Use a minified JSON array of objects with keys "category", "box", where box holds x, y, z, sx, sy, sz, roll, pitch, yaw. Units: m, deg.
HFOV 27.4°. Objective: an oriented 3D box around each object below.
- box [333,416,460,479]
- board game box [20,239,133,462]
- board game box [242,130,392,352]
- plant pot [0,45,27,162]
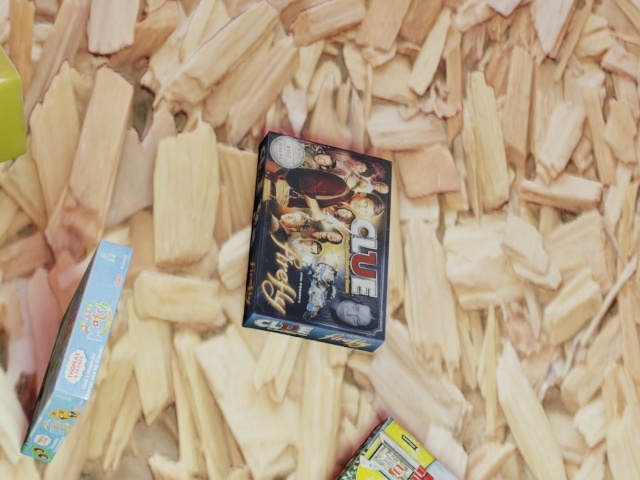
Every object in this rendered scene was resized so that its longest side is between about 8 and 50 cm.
[{"category":"box","box":[0.111,0.330,1.443,0.233,0.044,0.159,43,57,1]},{"category":"board game box","box":[-0.243,0.114,1.301,0.039,0.211,0.160,20,60,-13]},{"category":"board game box","box":[0.000,0.000,1.558,0.165,0.042,0.243,12,62,-17]},{"category":"plant pot","box":[-0.444,-0.167,1.370,0.187,0.212,0.212,-32,81,-19]}]
